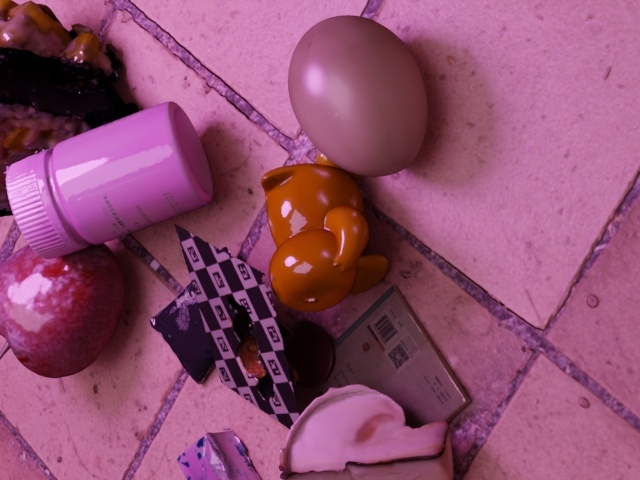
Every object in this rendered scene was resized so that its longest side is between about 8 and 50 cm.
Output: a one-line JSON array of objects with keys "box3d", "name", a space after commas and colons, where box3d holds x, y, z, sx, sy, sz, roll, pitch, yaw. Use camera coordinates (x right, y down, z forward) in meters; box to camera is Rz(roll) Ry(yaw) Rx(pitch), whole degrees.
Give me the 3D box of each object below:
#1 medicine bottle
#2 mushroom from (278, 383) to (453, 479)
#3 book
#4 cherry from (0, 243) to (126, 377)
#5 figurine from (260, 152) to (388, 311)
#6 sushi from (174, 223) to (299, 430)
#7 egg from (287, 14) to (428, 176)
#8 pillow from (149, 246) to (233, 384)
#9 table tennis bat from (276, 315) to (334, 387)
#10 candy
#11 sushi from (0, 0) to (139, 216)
[{"box3d": [-0.333, -0.093, 1.967, 0.290, 0.178, 0.178, -20, 76, 9], "name": "medicine bottle"}, {"box3d": [0.065, 0.315, 1.737, 0.162, 0.236, 0.173, -95, -1, -49], "name": "mushroom"}, {"box3d": [0.071, 0.235, 1.812, 0.282, 0.025, 0.215, -45, 63, 28], "name": "book"}, {"box3d": [-0.457, 0.114, 2.104, 0.236, 0.213, 0.285, 44, 92, 8], "name": "cherry"}, {"box3d": [-0.006, -0.008, 1.765, 0.215, 0.215, 0.228, -34, 68, 32], "name": "figurine"}, {"box3d": [-0.101, 0.125, 1.846, 0.264, 0.050, 0.290, 24, 134, 51], "name": "sushi"}, {"box3d": [0.054, -0.201, 1.728, 0.186, 0.186, 0.242, -32, 73, 33], "name": "egg"}, {"box3d": [-0.181, 0.121, 1.990, 0.208, 0.055, 0.141, -47, 72, 28], "name": "pillow"}, {"box3d": [-0.034, 0.160, 1.885, 0.158, 0.014, 0.095, 42, 111, 38], "name": "table tennis bat"}, {"box3d": [-0.148, 0.385, 1.948, 0.092, 0.073, 0.160, -46, 64, 26], "name": "candy"}, {"box3d": [-0.519, -0.229, 2.105, 0.329, 0.327, 0.285, -53, 45, 40], "name": "sushi"}]
